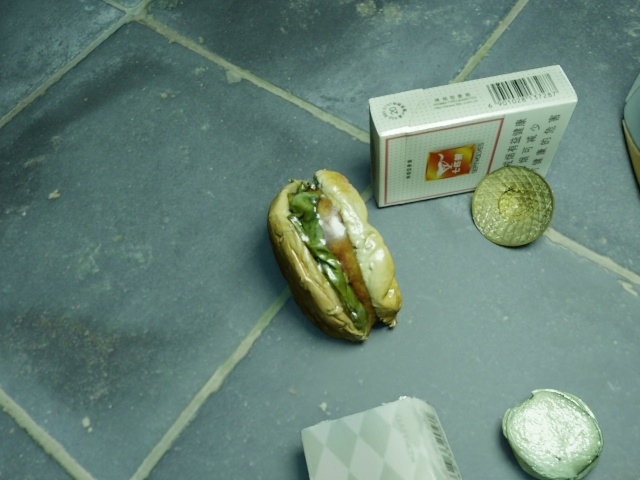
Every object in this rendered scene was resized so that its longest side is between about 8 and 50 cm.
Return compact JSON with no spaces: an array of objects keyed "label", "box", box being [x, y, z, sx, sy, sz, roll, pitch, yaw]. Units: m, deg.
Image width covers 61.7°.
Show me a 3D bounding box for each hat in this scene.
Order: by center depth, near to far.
[{"label":"hat","box":[0.358,-0.063,0.984,0.146,0.067,0.146,2,94,34]}]

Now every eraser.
[{"label":"eraser","box":[0.118,0.410,0.689,0.213,0.082,0.396,-16,47,-2]}]

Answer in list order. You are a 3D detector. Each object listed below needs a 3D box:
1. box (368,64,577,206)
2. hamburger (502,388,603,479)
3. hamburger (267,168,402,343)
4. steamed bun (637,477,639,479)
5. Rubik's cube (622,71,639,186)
[{"label":"box","box":[0.254,-0.179,0.961,0.330,0.210,0.095,-11,58,-1]},{"label":"hamburger","box":[0.348,0.289,0.798,0.140,0.062,0.133,-24,62,-4]},{"label":"hamburger","box":[0.002,-0.002,0.901,0.162,0.209,0.330,-24,61,-7]},{"label":"steamed bun","box":[0.456,0.398,0.636,0.394,0.237,0.346,14,91,-22]},{"label":"Rubik's cube","box":[0.741,-0.197,0.849,0.352,0.352,0.347,-2,63,7]}]
